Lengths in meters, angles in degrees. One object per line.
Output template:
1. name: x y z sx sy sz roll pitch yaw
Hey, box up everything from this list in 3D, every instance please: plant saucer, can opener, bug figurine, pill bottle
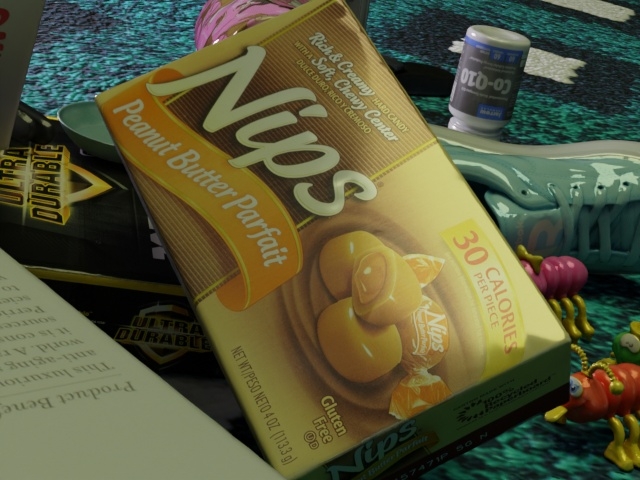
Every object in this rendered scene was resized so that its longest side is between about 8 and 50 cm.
1. plant saucer: -0.159 -0.086 1.088 0.119 0.021 0.119 12 21 -5
2. can opener: -0.292 -0.126 1.069 0.186 0.073 0.059 35 21 27
3. bug figurine: 0.181 0.068 1.033 0.216 0.072 0.279 -7 28 -41
4. pill bottle: 0.197 -0.181 1.571 0.078 0.137 0.078 11 21 -4

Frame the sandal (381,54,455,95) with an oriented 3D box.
1. sandal: 0.074 -0.227 1.728 0.254 0.054 0.097 -8 30 -43

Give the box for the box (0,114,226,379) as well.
1. box: -0.202 -0.012 1.012 0.257 0.079 0.322 9 21 -14

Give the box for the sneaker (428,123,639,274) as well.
1. sneaker: 0.198 -0.013 1.193 0.365 0.135 0.150 5 29 5

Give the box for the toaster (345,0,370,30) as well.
1. toaster: -0.017 -0.331 1.812 0.129 0.146 0.227 2 24 -27

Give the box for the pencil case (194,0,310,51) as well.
1. pencil case: -0.047 -0.165 1.315 0.167 0.160 0.386 23 13 -12

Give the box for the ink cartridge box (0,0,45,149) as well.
1. ink cartridge box: -0.383 -0.135 0.790 0.394 0.166 0.285 -15 -11 -22

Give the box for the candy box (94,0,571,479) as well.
1. candy box: 0.000 0.000 0.830 0.183 0.087 0.316 -25 56 -7

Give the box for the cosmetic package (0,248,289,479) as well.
1. cosmetic package: -0.238 0.095 0.606 0.230 0.162 0.453 -7 28 -43
